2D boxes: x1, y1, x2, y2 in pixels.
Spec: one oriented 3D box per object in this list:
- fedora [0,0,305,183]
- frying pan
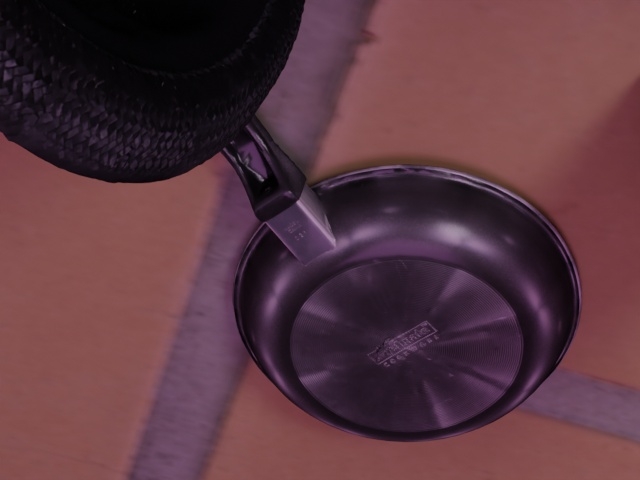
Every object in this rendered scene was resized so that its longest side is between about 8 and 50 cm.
[{"bbox_3d":[-0.140,-0.176,0.569,0.152,0.334,0.334,-6,127,31],"label":"fedora"},{"bbox_3d":[0.029,-0.004,0.810,0.197,0.053,0.326,-12,127,12],"label":"frying pan"}]
